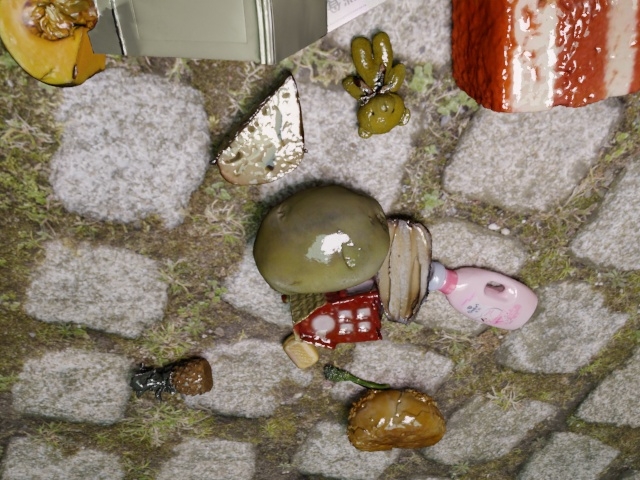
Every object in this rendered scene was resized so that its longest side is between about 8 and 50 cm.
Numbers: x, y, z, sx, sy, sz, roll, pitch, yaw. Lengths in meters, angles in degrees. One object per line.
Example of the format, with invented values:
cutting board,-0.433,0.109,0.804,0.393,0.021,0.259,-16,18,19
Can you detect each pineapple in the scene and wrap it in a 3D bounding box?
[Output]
pineapple,-0.436,0.402,1.314,0.236,0.111,0.119,-10,90,6

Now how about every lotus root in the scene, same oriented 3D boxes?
lotus root,0.225,0.081,1.208,0.167,0.078,0.330,18,125,26
lotus root,-0.116,-0.224,1.008,0.260,0.074,0.170,-37,117,13

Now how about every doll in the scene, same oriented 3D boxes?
doll,0.119,-0.327,0.965,0.137,0.097,0.210,-14,115,9

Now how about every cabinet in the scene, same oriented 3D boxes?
cabinet,-0.176,-0.430,0.718,0.317,0.290,0.228,8,124,15

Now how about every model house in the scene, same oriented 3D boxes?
model house,0.025,0.165,1.172,0.253,0.196,0.160,-11,122,1

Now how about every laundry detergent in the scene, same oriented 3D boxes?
laundry detergent,0.437,0.147,1.265,0.334,0.088,0.159,22,114,-17

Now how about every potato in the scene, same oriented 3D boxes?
potato,0.000,0.000,1.061,0.326,0.221,0.243,-10,122,5

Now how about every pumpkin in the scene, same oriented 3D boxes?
pumpkin,-0.441,-0.404,0.835,0.280,0.139,0.190,-19,116,8

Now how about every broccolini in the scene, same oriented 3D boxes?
broccolini,0.119,0.439,1.423,0.238,0.051,0.054,21,106,-19

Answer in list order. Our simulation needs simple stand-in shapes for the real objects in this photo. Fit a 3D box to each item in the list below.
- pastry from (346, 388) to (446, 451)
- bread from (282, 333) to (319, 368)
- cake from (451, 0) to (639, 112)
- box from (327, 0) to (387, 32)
pastry,0.231,0.560,1.429,0.310,0.162,0.255,-4,141,-2
bread,-0.058,0.318,1.328,0.082,0.056,0.115,-35,112,9
cake,0.433,-0.405,0.849,0.319,0.269,0.270,-14,120,1
box,0.033,-0.515,0.866,0.260,0.062,0.175,-26,118,8
